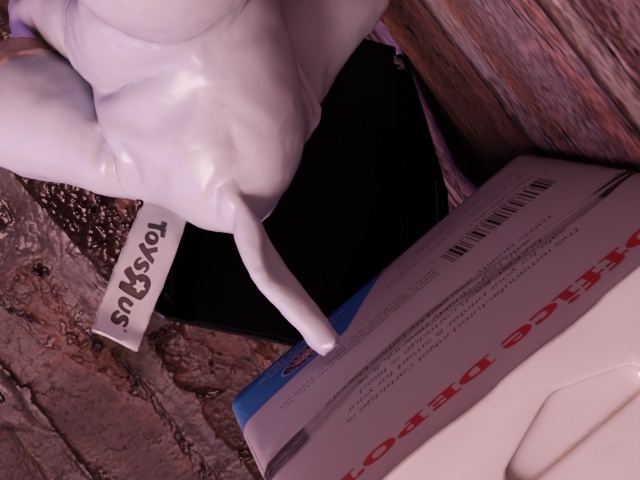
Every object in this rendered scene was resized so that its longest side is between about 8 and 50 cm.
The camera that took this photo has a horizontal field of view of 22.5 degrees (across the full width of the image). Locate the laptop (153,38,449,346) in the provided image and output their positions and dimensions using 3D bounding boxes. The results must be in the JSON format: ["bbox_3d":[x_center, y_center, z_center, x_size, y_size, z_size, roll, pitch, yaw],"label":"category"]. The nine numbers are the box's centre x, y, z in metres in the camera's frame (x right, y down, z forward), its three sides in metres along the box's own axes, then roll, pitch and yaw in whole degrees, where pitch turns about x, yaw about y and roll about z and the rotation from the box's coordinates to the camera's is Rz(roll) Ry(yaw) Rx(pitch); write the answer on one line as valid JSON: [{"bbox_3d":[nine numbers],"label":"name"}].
[{"bbox_3d":[0.000,0.000,1.026,0.264,0.137,0.234,66,-159,-57],"label":"laptop"}]

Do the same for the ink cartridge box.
[{"bbox_3d":[0.092,0.080,0.760,0.129,0.223,0.307,51,177,-9],"label":"ink cartridge box"}]

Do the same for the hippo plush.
[{"bbox_3d":[-0.101,-0.130,0.817,0.236,0.234,0.294,73,-157,-51],"label":"hippo plush"}]
